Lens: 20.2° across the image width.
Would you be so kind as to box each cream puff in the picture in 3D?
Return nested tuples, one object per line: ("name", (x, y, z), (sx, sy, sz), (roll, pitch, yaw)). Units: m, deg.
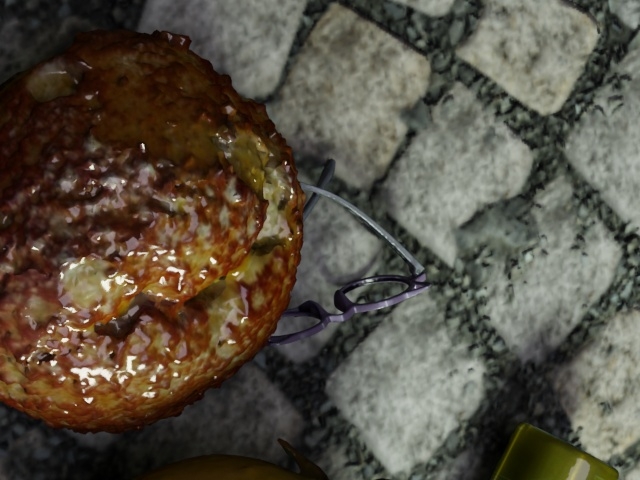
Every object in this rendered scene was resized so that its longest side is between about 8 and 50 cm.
("cream puff", (-0.111, -0.001, 1.031), (0.240, 0.164, 0.240), (-5, 99, -31))

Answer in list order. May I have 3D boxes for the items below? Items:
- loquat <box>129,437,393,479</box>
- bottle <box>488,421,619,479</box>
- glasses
("loquat", (-0.032, 0.250, 1.066), (0.275, 0.275, 0.275), (-7, 104, -28))
("bottle", (0.110, 0.271, 1.257), (0.082, 0.082, 0.286), (30, 85, -31))
("glasses", (0.000, 0.000, 1.148), (0.140, 0.062, 0.103), (-17, 107, -27))
